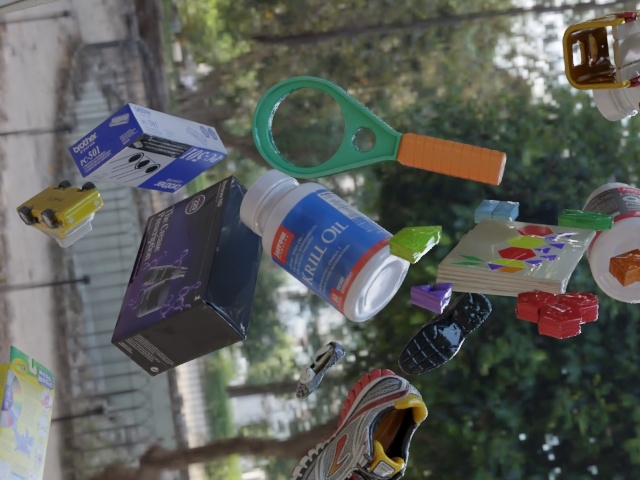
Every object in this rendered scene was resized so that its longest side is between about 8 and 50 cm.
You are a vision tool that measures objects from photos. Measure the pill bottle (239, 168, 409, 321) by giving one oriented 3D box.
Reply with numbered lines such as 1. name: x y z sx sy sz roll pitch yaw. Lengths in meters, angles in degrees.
1. pill bottle: 0.000 0.000 1.468 0.221 0.124 0.124 35 -29 26

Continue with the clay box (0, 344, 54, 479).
1. clay box: -0.450 0.277 1.600 0.127 0.053 0.222 56 30 -55

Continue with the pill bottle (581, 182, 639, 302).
1. pill bottle: 0.628 -0.010 2.271 0.318 0.176 0.176 -74 159 -68

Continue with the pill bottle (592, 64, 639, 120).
1. pill bottle: 0.619 -0.299 2.004 0.229 0.131 0.131 -19 -104 44

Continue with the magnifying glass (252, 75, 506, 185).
1. magnifying glass: 0.048 -0.087 0.971 0.026 0.230 0.092 -5 108 -74

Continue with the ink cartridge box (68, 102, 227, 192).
1. ink cartridge box: -0.206 -0.109 1.347 0.046 0.097 0.207 61 18 13

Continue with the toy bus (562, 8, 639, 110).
1. toy bus: 0.412 -0.267 1.502 0.202 0.104 0.191 40 64 -41

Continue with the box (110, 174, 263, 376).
1. box: -0.190 0.051 1.649 0.103 0.184 0.261 48 33 -34

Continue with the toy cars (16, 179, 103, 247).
1. toy cars: -0.528 -0.008 1.896 0.176 0.393 0.087 -76 144 -62

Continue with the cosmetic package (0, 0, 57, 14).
1. cosmetic package: -0.302 -0.312 1.108 0.160 0.309 0.113 40 -37 47

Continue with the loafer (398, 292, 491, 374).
1. loafer: 0.178 0.139 1.616 0.062 0.170 0.061 54 -18 0

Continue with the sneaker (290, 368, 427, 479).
1. sneaker: 0.039 0.251 1.228 0.225 0.088 0.092 -61 -150 -6

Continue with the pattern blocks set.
1. pattern blocks set: 0.213 0.021 1.204 0.325 0.285 0.026 -29 124 -51

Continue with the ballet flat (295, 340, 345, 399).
1. ballet flat: -0.008 0.210 1.821 0.041 0.114 0.041 41 -10 9
